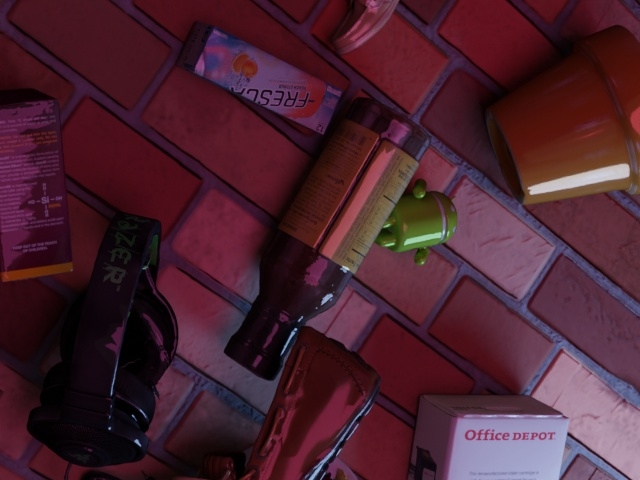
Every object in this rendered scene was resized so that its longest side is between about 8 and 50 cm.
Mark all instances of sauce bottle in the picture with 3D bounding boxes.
[{"bbox_3d":[0.000,0.000,1.865,0.111,0.111,0.344,33,89,-27],"label":"sauce bottle"}]

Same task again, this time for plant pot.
[{"bbox_3d":[0.310,-0.134,1.940,0.188,0.205,0.205,-21,111,-3],"label":"plant pot"}]

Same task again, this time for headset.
[{"bbox_3d":[-0.208,0.157,1.743,0.185,0.243,0.394,14,128,-2],"label":"headset"}]

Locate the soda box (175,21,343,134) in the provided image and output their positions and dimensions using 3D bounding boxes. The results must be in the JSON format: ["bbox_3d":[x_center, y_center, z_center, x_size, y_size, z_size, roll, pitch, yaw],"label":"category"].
[{"bbox_3d":[-0.068,-0.184,1.815,0.183,0.063,0.058,23,92,-28],"label":"soda box"}]

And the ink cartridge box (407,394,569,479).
[{"bbox_3d":[0.205,0.321,2.040,0.172,0.100,0.237,3,102,-25],"label":"ink cartridge box"}]

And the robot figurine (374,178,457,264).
[{"bbox_3d":[0.116,-0.024,1.936,0.115,0.067,0.101,-11,109,-23],"label":"robot figurine"}]

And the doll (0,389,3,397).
[{"bbox_3d":[-0.436,0.128,1.728,0.189,0.046,0.129,40,93,-21],"label":"doll"}]

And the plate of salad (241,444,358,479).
[{"bbox_3d":[-0.034,0.330,1.909,0.199,0.048,0.200,6,62,-11],"label":"plate of salad"}]

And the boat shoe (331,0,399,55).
[{"bbox_3d":[0.060,-0.291,1.854,0.059,0.063,0.170,45,73,-24],"label":"boat shoe"}]

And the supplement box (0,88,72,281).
[{"bbox_3d":[-0.323,-0.062,1.703,0.080,0.104,0.188,-9,106,-23],"label":"supplement box"}]

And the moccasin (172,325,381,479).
[{"bbox_3d":[-0.085,0.273,1.802,0.147,0.139,0.380,33,94,0],"label":"moccasin"}]
